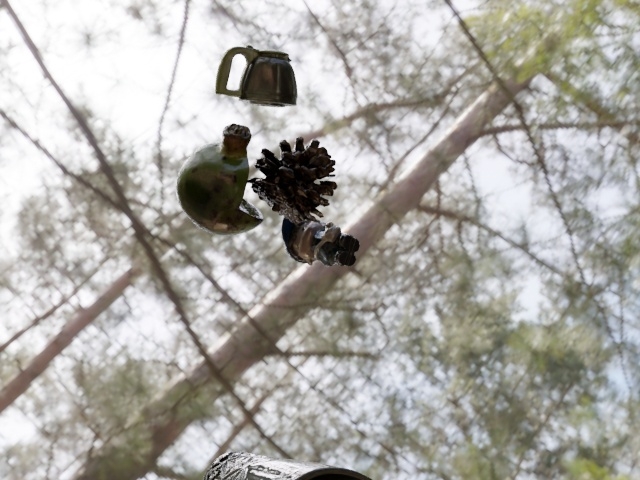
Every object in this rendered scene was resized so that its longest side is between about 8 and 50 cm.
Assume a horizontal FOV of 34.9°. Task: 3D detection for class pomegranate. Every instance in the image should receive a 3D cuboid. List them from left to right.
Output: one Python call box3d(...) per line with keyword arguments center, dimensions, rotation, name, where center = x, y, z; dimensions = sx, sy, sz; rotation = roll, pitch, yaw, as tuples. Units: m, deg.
box3d(center=(-0.153, -0.086, 1.494), dimensions=(0.143, 0.122, 0.169), rotation=(-110, -168, -50), name="pomegranate")

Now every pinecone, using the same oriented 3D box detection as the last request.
box3d(center=(-0.037, -0.094, 1.525), dimensions=(0.140, 0.121, 0.140), rotation=(32, -20, 13), name="pinecone")

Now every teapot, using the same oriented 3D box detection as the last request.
box3d(center=(-0.090, -0.254, 1.568), dimensions=(0.092, 0.124, 0.091), rotation=(7, -87, 40), name="teapot")

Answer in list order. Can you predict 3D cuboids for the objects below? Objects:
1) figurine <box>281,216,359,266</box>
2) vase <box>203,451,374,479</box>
box3d(center=(0.000, 0.000, 1.595), dimensions=(0.149, 0.087, 0.086), rotation=(13, -87, 45), name="figurine")
box3d(center=(-0.062, 0.346, 1.302), dimensions=(0.301, 0.251, 0.156), rotation=(-1, -90, 62), name="vase")
